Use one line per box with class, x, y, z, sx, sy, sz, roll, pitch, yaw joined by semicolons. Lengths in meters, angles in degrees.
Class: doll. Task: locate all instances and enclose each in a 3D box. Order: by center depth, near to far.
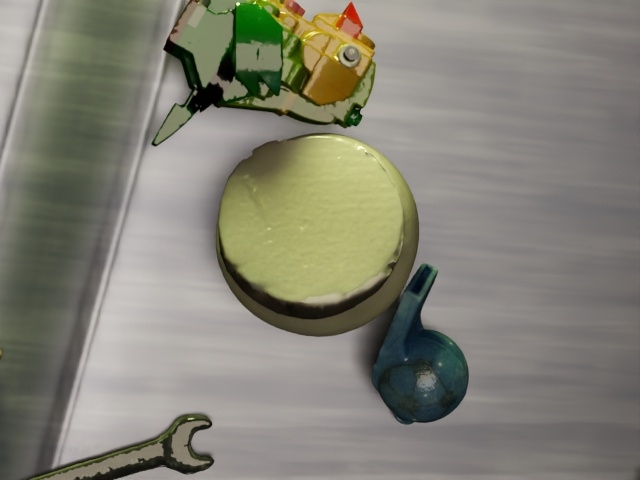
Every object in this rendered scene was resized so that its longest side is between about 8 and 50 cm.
doll;-0.046;-0.143;0.994;0.186;0.106;0.134;1;91;-10

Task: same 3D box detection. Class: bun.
bun;0.000;0.000;1.007;0.172;0.120;0.173;-2;72;6

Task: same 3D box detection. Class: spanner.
spanner;-0.214;0.208;1.041;0.254;0.015;0.054;-16;97;-8

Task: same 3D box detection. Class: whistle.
whistle;0.094;0.104;1.039;0.090;0.090;0.158;12;127;-10

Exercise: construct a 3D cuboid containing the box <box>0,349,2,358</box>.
box;-0.320;0.131;1.013;0.048;0.025;0.115;33;89;-5
